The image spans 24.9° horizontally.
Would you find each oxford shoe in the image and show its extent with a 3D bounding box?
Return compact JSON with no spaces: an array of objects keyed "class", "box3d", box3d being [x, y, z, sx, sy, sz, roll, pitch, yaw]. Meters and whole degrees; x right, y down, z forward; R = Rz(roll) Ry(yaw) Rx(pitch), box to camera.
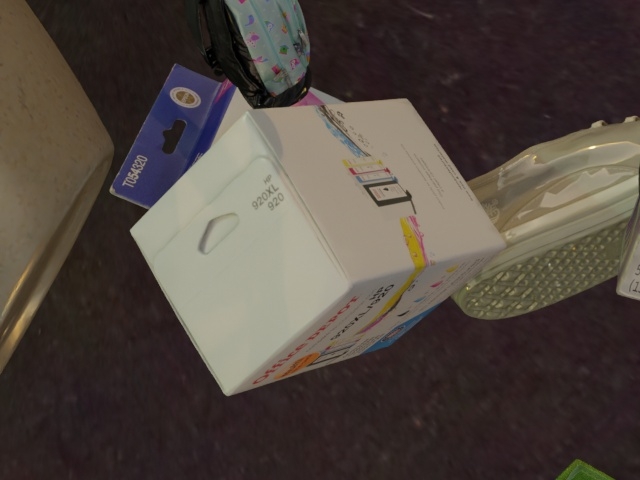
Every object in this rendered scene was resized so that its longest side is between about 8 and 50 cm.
[{"class":"oxford shoe","box3d":[0.314,-0.065,1.329,0.449,0.130,0.169,-21,148,6]}]

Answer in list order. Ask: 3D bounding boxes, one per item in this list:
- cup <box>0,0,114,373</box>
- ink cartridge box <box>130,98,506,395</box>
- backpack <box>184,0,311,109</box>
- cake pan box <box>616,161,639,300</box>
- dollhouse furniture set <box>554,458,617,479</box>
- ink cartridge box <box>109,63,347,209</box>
[{"class":"cup","box3d":[-0.232,-0.026,0.628,0.237,0.331,0.331,29,97,-4]},{"class":"ink cartridge box","box3d":[0.000,0.000,1.215,0.171,0.233,0.168,-43,71,34]},{"class":"backpack","box3d":[-0.082,-0.256,1.702,0.115,0.152,0.182,-36,134,-17]},{"class":"cake pan box","box3d":[0.324,-0.040,0.847,0.267,0.070,0.245,16,131,5]},{"class":"dollhouse furniture set","box3d":[0.097,0.166,0.604,0.076,0.058,0.151,29,135,25]},{"class":"ink cartridge box","box3d":[-0.070,-0.108,1.880,0.330,0.324,0.071,24,128,-6]}]
